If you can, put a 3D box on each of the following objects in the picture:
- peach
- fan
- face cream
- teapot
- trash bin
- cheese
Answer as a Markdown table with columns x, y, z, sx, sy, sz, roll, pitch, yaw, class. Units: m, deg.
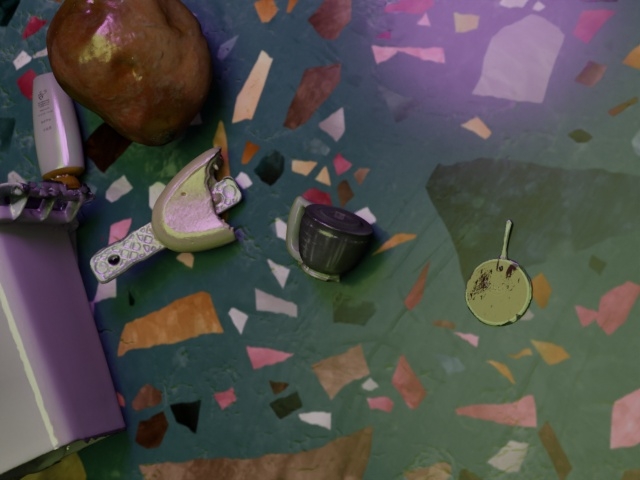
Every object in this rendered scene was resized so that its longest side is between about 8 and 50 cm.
| x | y | z | sx | sy | sz | roll | pitch | yaw | class |
| --- | --- | --- | --- | --- | --- | --- | --- | --- | --- |
| -0.251 | -0.238 | 1.565 | 0.214 | 0.214 | 0.235 | -38 | 78 | 14 | peach |
| 0.223 | 0.040 | 1.439 | 0.085 | 0.005 | 0.133 | 8 | 87 | 24 | fan |
| -0.382 | -0.152 | 1.689 | 0.072 | 0.051 | 0.182 | -17 | 76 | 19 | face cream |
| 0.008 | 0.003 | 1.503 | 0.092 | 0.124 | 0.091 | 14 | 108 | -16 | teapot |
| -0.413 | 0.122 | 1.572 | 0.296 | 0.256 | 0.368 | -26 | 80 | 15 | trash bin |
| -0.208 | -0.019 | 1.578 | 0.235 | 0.050 | 0.127 | -29 | 81 | -1 | cheese |
